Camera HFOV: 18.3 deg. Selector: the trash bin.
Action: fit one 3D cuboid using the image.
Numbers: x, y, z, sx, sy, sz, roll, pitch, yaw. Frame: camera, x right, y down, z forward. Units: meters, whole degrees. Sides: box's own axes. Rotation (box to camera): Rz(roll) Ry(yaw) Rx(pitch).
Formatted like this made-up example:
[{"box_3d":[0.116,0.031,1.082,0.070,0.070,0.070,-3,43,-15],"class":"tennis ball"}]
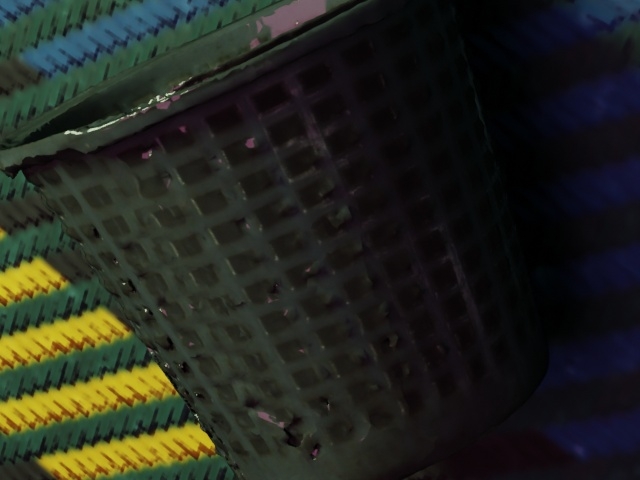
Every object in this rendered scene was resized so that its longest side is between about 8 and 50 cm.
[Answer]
[{"box_3d":[0.000,0.000,0.698,0.175,0.175,0.161,-17,104,41],"class":"trash bin"}]
